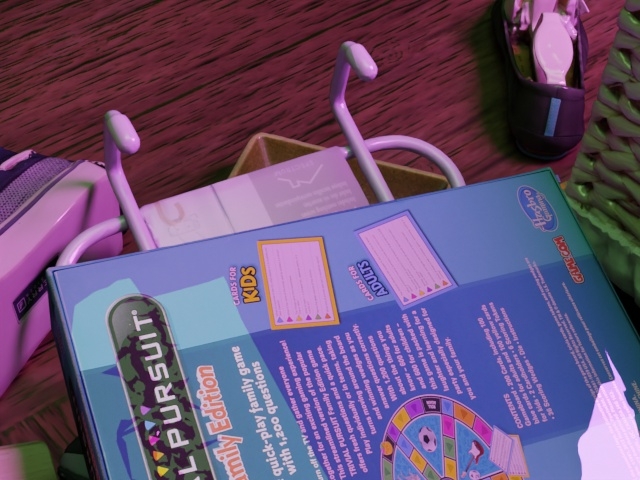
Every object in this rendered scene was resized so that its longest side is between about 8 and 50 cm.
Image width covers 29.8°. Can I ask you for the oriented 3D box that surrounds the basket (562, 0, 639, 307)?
[{"bbox_3d":[0.386,-0.066,0.767,0.331,0.266,0.328,-15,37,-27],"label":"basket"}]

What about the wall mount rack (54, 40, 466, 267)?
[{"bbox_3d":[-0.010,0.014,0.883,0.350,0.130,0.304,-19,67,-19],"label":"wall mount rack"}]

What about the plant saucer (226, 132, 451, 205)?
[{"bbox_3d":[0.000,0.000,1.018,0.188,0.045,0.188,14,45,11],"label":"plant saucer"}]

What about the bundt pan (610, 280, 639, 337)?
[{"bbox_3d":[0.340,0.104,0.848,0.331,0.124,0.330,4,30,-3],"label":"bundt pan"}]

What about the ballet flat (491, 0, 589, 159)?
[{"bbox_3d":[0.228,-0.200,1.196,0.095,0.096,0.280,2,45,-1],"label":"ballet flat"}]

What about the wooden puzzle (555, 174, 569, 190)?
[{"bbox_3d":[0.231,-0.034,1.092,0.049,0.006,0.083,-22,50,-23],"label":"wooden puzzle"}]

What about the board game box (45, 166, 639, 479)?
[{"bbox_3d":[0.032,0.105,0.717,0.336,0.079,0.253,-12,60,-17],"label":"board game box"}]

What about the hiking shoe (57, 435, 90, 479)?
[{"bbox_3d":[-0.054,0.245,0.750,0.304,0.113,0.132,28,80,15],"label":"hiking shoe"}]

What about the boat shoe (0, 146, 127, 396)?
[{"bbox_3d":[-0.301,0.039,0.923,0.158,0.127,0.340,16,38,21],"label":"boat shoe"}]

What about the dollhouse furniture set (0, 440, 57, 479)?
[{"bbox_3d":[-0.290,0.165,0.542,0.394,0.256,0.362,-4,63,-34],"label":"dollhouse furniture set"}]
